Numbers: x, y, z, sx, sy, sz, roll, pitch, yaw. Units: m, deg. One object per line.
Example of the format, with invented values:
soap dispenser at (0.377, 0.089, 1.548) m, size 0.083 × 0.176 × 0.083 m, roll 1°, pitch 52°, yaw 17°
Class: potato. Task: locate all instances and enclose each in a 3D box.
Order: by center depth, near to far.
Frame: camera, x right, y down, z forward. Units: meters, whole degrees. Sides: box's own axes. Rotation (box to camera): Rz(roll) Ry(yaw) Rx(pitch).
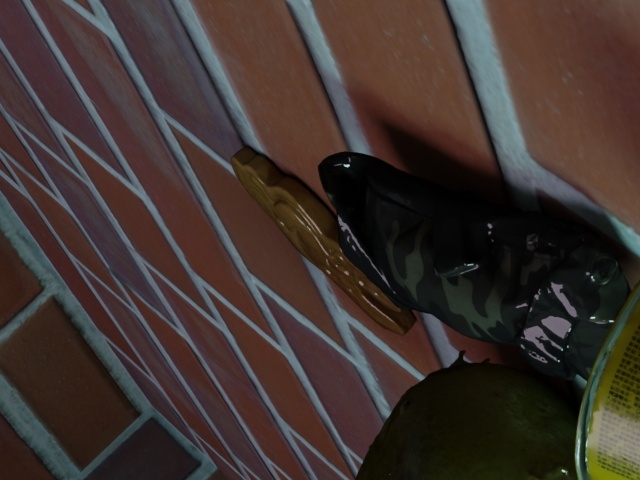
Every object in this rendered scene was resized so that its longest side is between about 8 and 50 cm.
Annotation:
potato at (0.119, 0.289, 1.702) m, size 0.219 × 0.359 × 0.270 m, roll 16°, pitch -162°, yaw -27°

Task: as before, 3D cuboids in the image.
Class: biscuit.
biscuit at (-0.001, -0.002, 1.916) m, size 0.236 × 0.040 × 0.144 m, roll 40°, pitch 161°, yaw 17°

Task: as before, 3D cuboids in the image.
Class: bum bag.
bum bag at (0.120, 0.022, 1.445) m, size 0.340 × 0.095 × 0.144 m, roll 20°, pitch 144°, yaw 52°

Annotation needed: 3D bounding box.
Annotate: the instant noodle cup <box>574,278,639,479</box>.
instant noodle cup at (0.250, 0.097, 1.082) m, size 0.144 × 0.182 × 0.182 m, roll 28°, pitch 159°, yaw 34°
